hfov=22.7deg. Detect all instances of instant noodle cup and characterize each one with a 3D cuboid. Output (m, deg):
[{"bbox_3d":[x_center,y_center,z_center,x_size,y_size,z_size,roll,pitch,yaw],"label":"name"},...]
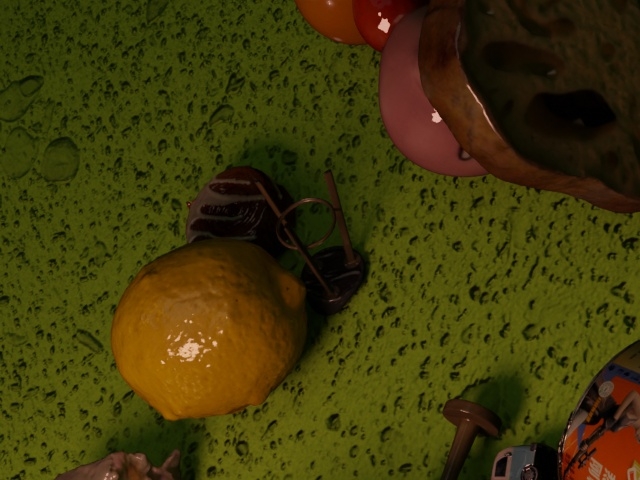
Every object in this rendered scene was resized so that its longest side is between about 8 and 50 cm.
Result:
[{"bbox_3d":[0.387,0.234,1.578,0.214,0.296,0.296,31,88,50],"label":"instant noodle cup"}]

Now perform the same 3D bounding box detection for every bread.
[{"bbox_3d":[-0.116,-0.025,2.237,0.160,0.073,0.160,-17,59,31],"label":"bread"}]

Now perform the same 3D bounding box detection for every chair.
[{"bbox_3d":[-0.001,0.001,2.063,0.095,0.221,0.104,-26,48,-3],"label":"chair"}]

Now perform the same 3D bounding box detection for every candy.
[{"bbox_3d":[-0.279,0.379,2.100,0.195,0.137,0.184,-28,52,41],"label":"candy"}]

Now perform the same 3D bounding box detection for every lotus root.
[{"bbox_3d":[0.310,-0.209,1.835,0.375,0.390,0.111,65,156,0],"label":"lotus root"}]

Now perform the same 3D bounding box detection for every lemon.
[{"bbox_3d":[-0.144,0.114,2.084,0.288,0.233,0.233,-23,55,19],"label":"lemon"}]

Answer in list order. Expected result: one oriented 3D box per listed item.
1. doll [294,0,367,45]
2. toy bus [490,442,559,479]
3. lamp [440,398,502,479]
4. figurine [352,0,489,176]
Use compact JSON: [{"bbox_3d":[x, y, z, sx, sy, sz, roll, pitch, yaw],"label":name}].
[{"bbox_3d":[0.080,-0.361,2.179,0.236,0.213,0.213,27,86,29],"label":"doll"},{"bbox_3d":[0.228,0.294,1.810,0.075,0.060,0.123,-5,67,41],"label":"toy bus"},{"bbox_3d":[0.138,0.292,1.844,0.121,0.121,0.214,4,62,40],"label":"lamp"},{"bbox_3d":[0.176,-0.194,2.000,0.261,0.270,0.211,-116,37,-47],"label":"figurine"}]
